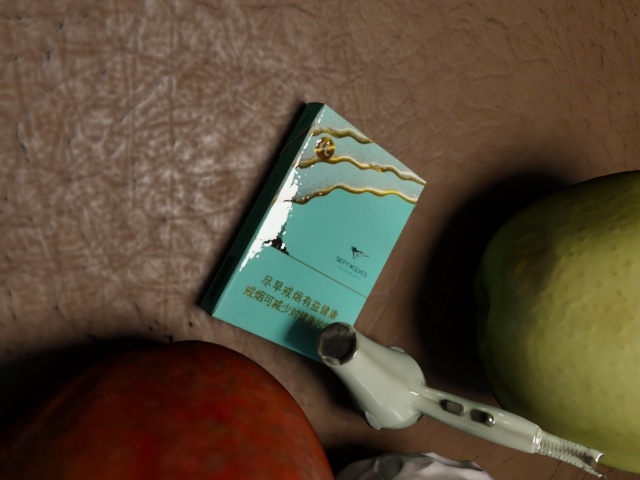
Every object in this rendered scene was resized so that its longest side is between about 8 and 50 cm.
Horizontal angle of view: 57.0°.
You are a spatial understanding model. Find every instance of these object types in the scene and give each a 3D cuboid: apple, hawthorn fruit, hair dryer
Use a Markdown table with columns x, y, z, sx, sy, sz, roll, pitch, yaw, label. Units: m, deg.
| x | y | z | sx | sy | sz | roll | pitch | yaw | label |
| --- | --- | --- | --- | --- | --- | --- | --- | --- | --- |
| 0.347 | 0.086 | 0.671 | 0.357 | 0.357 | 0.358 | -8 | 106 | -30 | apple |
| -0.117 | 0.241 | 0.439 | 0.308 | 0.325 | 0.309 | -13 | 133 | -14 | hawthorn fruit |
| 0.110 | 0.148 | 0.574 | 0.229 | 0.267 | 0.093 | 38 | 66 | -37 | hair dryer |

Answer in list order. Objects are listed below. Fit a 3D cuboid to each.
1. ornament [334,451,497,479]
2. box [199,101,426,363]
| x | y | z | sx | sy | sz | roll | pitch | yaw | label |
| --- | --- | --- | --- | --- | --- | --- | --- | --- | --- |
| 0.097 | 0.380 | 0.587 | 0.336 | 0.337 | 0.338 | -8 | 106 | -30 | ornament |
| 0.000 | -0.001 | 0.609 | 0.162 | 0.041 | 0.229 | 30 | 85 | -34 | box |
